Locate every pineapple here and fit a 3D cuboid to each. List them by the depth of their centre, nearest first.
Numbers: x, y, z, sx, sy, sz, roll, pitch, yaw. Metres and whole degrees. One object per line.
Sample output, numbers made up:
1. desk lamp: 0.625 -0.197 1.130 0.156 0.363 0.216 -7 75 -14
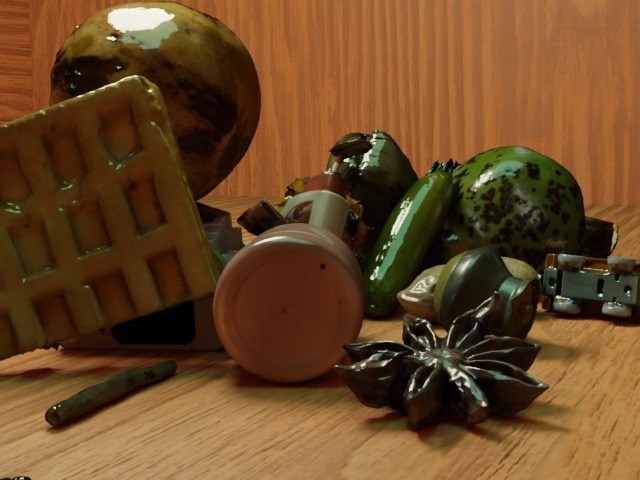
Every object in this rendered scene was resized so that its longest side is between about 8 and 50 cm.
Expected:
1. pineapple: 0.000 0.000 1.669 0.224 0.225 0.076 6 3 42

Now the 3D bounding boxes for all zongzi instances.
1. zongzi: 0.022 -0.047 1.836 0.360 0.160 0.323 -5 -39 29

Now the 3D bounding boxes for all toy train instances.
1. toy train: 0.420 0.069 1.545 0.219 0.089 0.127 4 -1 40

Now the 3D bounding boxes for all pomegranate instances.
1. pomegranate: -0.236 -0.191 1.500 0.322 0.322 0.322 -1 7 0
2. pomegranate: 0.303 -0.028 1.731 0.270 0.254 0.254 -19 13 -18

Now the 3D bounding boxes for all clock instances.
1. clock: -0.213 0.047 1.495 0.235 0.166 0.309 0 15 8

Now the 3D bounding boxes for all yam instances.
1. yam: -0.224 0.162 1.142 0.027 0.029 0.234 30 16 17

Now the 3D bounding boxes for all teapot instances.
1. teapot: 0.224 0.084 1.378 0.119 0.130 0.166 20 -15 29

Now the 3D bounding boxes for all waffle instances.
1. waffle: -0.321 -0.023 1.280 0.348 0.304 0.077 -20 -8 -6

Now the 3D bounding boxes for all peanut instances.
1. peanut: 0.216 0.073 1.530 0.227 0.086 0.104 -5 19 -17

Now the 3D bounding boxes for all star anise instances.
1. star anise: 0.133 0.132 1.097 0.230 0.081 0.262 3 19 28

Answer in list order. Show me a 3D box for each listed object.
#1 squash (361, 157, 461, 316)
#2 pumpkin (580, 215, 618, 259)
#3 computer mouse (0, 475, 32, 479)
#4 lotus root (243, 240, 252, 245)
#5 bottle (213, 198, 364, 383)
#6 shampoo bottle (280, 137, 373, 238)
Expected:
1. squash: 0.138 -0.009 1.631 0.087 0.087 0.331 4 50 34
2. pumpkin: 0.490 0.002 1.958 0.119 0.108 0.183 10 4 23
3. computer mouse: -0.235 0.198 0.773 0.079 0.047 0.135 2 6 14
4. lotus root: -0.097 0.041 1.831 0.112 0.081 0.122 -8 11 -36
5. bottle: -0.038 0.048 1.308 0.173 0.206 0.297 -36 3 8
6. shampoo bottle: -0.011 -0.022 1.562 0.071 0.284 0.153 28 -12 -34
